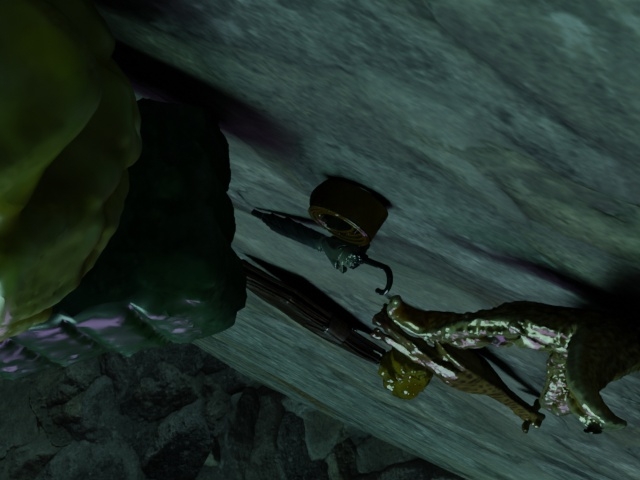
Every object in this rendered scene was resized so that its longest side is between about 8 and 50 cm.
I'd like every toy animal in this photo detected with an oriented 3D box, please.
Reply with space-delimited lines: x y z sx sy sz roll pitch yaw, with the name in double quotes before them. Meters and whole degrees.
"toy animal" 0.168 0.151 1.584 0.275 0.054 0.149 30 173 -15

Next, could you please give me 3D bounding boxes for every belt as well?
"belt" 0.022 -0.026 1.137 0.059 0.036 0.083 39 167 -17

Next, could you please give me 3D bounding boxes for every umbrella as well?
"umbrella" 0.001 -0.005 1.332 0.044 0.044 0.269 5 -166 -32

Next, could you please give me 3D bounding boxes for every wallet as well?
"wallet" -0.013 0.097 1.833 0.124 0.042 0.230 24 169 42

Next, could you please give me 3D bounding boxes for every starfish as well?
"starfish" 0.225 0.103 1.043 0.375 0.094 0.327 16 176 26

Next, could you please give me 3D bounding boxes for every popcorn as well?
"popcorn" -0.283 -0.089 0.893 0.334 0.292 0.293 23 175 -11

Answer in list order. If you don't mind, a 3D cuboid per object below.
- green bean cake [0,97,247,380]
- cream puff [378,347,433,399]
"green bean cake" -0.228 -0.048 1.127 0.308 0.300 0.169 -12 162 7
"cream puff" 0.116 0.179 1.867 0.083 0.083 0.058 22 -140 -33
